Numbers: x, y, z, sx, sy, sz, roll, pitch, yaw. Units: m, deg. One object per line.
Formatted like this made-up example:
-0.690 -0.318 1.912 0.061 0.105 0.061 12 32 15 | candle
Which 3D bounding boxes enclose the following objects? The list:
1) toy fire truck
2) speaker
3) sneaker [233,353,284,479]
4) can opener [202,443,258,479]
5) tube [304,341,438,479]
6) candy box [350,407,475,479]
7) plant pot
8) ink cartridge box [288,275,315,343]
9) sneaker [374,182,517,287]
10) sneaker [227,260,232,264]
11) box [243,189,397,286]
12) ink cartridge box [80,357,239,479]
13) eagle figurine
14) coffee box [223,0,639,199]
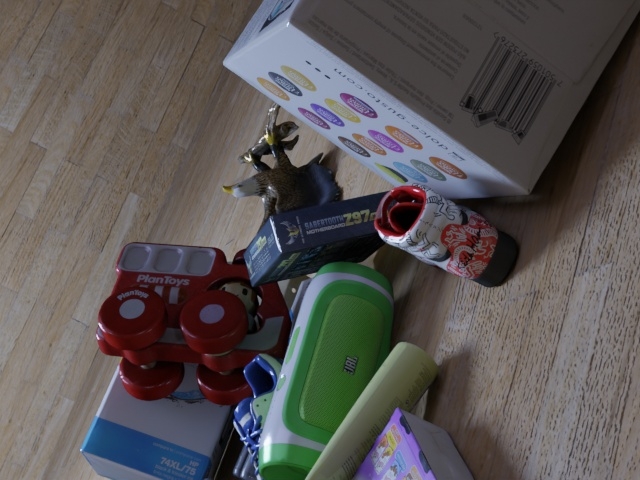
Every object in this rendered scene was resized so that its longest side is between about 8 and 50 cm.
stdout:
-0.193 0.104 1.662 0.169 0.302 0.253 81 -164 -47 | toy fire truck
0.012 0.178 1.398 0.131 0.131 0.296 -39 29 53 | speaker
-0.069 0.283 1.472 0.112 0.131 0.296 -50 22 31 | sneaker
-0.120 0.332 1.604 0.283 0.095 0.076 -67 18 -14 | can opener
0.047 0.220 1.220 0.240 0.070 0.062 -51 17 -26 | tube
0.075 0.301 1.119 0.196 0.070 0.165 -58 17 11 | candy box
-0.055 0.102 1.774 0.096 0.109 0.109 -18 45 50 | plant pot
0.013 0.105 1.624 0.181 0.062 0.104 -25 41 65 | ink cartridge box
0.129 -0.022 1.333 0.090 0.145 0.270 -62 16 2 | sneaker
-0.239 0.212 2.080 0.150 0.135 0.365 -30 35 55 | sneaker
0.000 0.000 1.524 0.232 0.184 0.059 131 124 -71 | box
-0.243 0.277 1.785 0.198 0.197 0.270 97 -167 -67 | ink cartridge box
-0.078 -0.079 2.052 0.226 0.225 0.298 67 -179 -60 | eagle figurine
0.136 -0.277 1.321 0.338 0.338 0.334 -58 16 -9 | coffee box
